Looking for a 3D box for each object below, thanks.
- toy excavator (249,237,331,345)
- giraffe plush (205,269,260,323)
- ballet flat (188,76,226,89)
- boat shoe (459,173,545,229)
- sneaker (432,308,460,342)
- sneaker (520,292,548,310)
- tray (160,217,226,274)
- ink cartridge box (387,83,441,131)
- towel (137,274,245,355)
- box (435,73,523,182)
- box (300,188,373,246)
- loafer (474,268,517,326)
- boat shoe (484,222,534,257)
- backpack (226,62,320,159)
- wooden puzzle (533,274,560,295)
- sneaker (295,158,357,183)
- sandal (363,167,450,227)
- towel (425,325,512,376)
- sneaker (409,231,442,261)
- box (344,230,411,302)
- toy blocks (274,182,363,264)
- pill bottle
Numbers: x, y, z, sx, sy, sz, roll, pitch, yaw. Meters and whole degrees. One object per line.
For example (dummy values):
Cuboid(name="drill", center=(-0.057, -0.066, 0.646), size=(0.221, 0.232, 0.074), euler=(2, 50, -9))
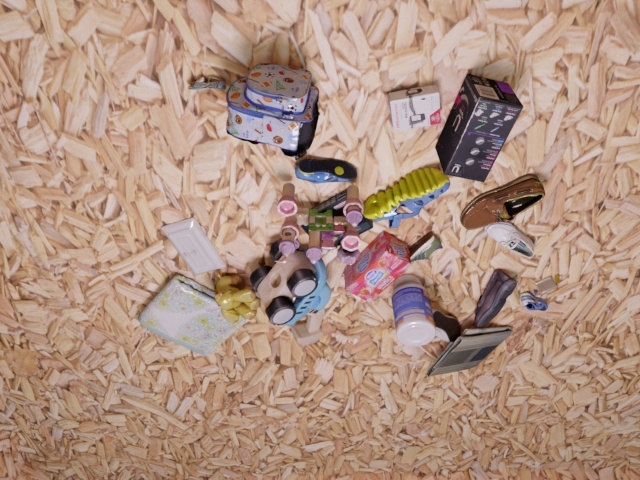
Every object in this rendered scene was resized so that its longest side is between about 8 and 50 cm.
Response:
Cuboid(name="toy excavator", center=(-0.068, 0.242, 2.117), size=(0.445, 0.222, 0.433), euler=(17, 119, -44))
Cuboid(name="giraffe plush", center=(-0.352, 0.208, 2.112), size=(0.210, 0.171, 0.182), euler=(5, 128, -20))
Cuboid(name="ballet flat", center=(-0.340, -0.472, 1.605), size=(0.114, 0.041, 0.041), euler=(0, 131, -1))
Cuboid(name="boat shoe", center=(0.629, -0.118, 1.870), size=(0.307, 0.105, 0.110), euler=(-35, 123, 26))
Cuboid(name="sneaker", center=(0.506, 0.361, 2.316), size=(0.123, 0.106, 0.290), euler=(4, 153, 45))
Cuboid(name="sneaker", center=(0.892, 0.271, 2.237), size=(0.144, 0.059, 0.053), euler=(24, 141, -19))
Cuboid(name="tray", center=(-0.485, 0.035, 2.047), size=(0.145, 0.030, 0.270), euler=(-15, 130, 13))
Cuboid(name="ink cartridge box", center=(0.288, -0.406, 1.644), size=(0.150, 0.063, 0.109), euler=(-9, 131, 7))
Cuboid(name="towel", center=(-0.534, 0.321, 2.262), size=(0.374, 0.090, 0.320), euler=(32, 121, -25))
Cuboid(name="box", center=(0.474, -0.340, 1.635), size=(0.143, 0.165, 0.271), euler=(9, 130, -9))
Cuboid(name="box", center=(0.056, -0.069, 1.945), size=(0.220, 0.051, 0.175), euler=(-26, 126, 21))
Cuboid(name="loafer", center=(0.707, 0.238, 2.210), size=(0.109, 0.095, 0.303), euler=(-15, 142, -28))
Cuboid(name="boat shoe", center=(0.713, -0.005, 1.989), size=(0.226, 0.076, 0.083), euler=(21, 128, -18))
Cuboid(name="backpack", center=(-0.141, -0.383, 1.544), size=(0.263, 0.277, 0.213), euler=(4, 126, 5))
Cuboid(name="wooden puzzle", center=(0.928, 0.181, 2.196), size=(0.116, 0.014, 0.079), euler=(-24, 123, 19))
Cuboid(name="sneaker", center=(0.018, -0.226, 1.807), size=(0.209, 0.069, 0.082), euler=(4, 155, -10))
Cuboid(name="sandal", center=(0.308, -0.139, 1.850), size=(0.317, 0.126, 0.138), euler=(-25, 131, 30))
Cuboid(name="towel", center=(0.653, 0.489, 2.379), size=(0.324, 0.056, 0.312), euler=(-2, 139, -31))
Cuboid(name="sneaker", center=(0.383, 0.055, 2.045), size=(0.086, 0.064, 0.192), euler=(37, 119, -22))
Cuboid(name="box", center=(0.214, 0.104, 2.049), size=(0.128, 0.123, 0.257), euler=(28, 125, -22))
Cuboid(name="toy blocks", center=(0.000, 0.000, 1.797), size=(0.288, 0.260, 0.309), euler=(1, 132, 0))
Cuboid(name="pill bottle", center=(0.358, 0.264, 2.091), size=(0.152, 0.272, 0.152), euler=(0, 131, 0))
